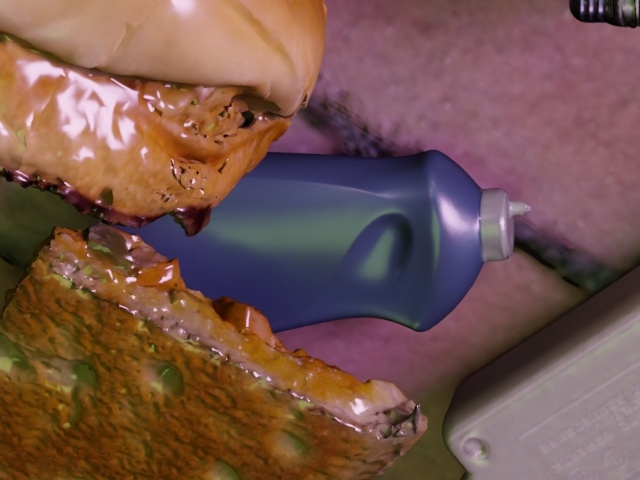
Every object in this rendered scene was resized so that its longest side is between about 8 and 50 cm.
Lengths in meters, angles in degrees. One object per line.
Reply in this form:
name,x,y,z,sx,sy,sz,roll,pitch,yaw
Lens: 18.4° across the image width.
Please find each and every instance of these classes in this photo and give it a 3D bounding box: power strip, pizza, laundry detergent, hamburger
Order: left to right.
hamburger,-0.134,-0.125,0.803,0.284,0.304,0.174,31,107,-11
pizza,-0.092,0.065,0.947,0.292,0.058,0.197,-7,127,26
laundry detergent,0.001,0.000,0.958,0.206,0.061,0.096,-4,108,14
power strip,0.199,0.042,0.930,0.338,0.058,0.098,-36,101,25

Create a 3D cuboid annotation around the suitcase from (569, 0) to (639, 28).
suitcase,0.137,-0.156,0.840,0.059,0.086,0.126,2,114,14
